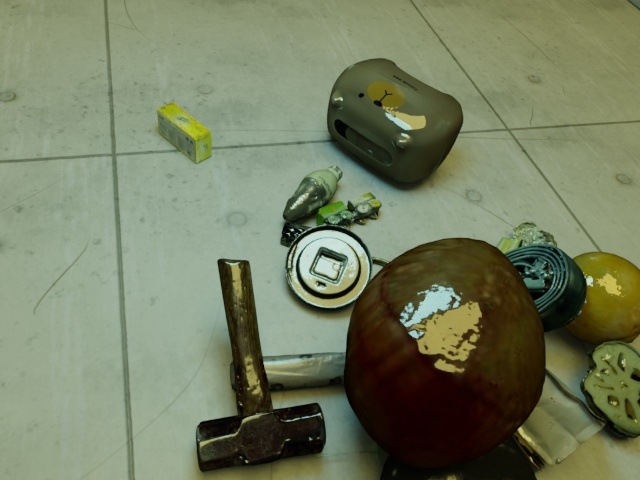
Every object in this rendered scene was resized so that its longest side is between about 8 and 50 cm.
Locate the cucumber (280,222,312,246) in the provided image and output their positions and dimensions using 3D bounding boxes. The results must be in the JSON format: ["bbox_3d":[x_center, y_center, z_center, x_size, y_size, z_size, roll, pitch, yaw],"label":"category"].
[{"bbox_3d":[0.000,-0.001,1.360,0.212,0.062,0.078,20,50,5],"label":"cucumber"}]

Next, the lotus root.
[{"bbox_3d":[0.666,0.336,1.185,0.183,0.078,0.203,-25,80,-20],"label":"lotus root"}]

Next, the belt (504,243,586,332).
[{"bbox_3d":[0.489,0.114,1.243,0.116,0.268,0.206,34,61,-26],"label":"belt"}]

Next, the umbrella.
[{"bbox_3d":[-0.024,0.279,1.117,0.338,0.067,0.073,-2,82,-13],"label":"umbrella"}]

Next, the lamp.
[{"bbox_3d":[-0.021,-0.130,1.442,0.101,0.101,0.250,33,57,16],"label":"lamp"}]

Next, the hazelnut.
[{"bbox_3d":[0.212,0.202,0.961,0.353,0.420,0.420,15,48,-15],"label":"hazelnut"}]

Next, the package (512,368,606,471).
[{"bbox_3d":[0.427,0.324,1.139,0.165,0.221,0.311,-46,67,6],"label":"package"}]

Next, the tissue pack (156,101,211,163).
[{"bbox_3d":[-0.398,-0.317,1.525,0.176,0.095,0.062,39,55,21],"label":"tissue pack"}]

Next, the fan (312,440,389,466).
[{"bbox_3d":[0.133,0.430,1.058,0.311,0.010,0.182,3,50,-12],"label":"fan"}]

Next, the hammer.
[{"bbox_3d":[-0.141,0.231,1.034,0.243,0.095,0.408,-8,74,-12],"label":"hammer"}]

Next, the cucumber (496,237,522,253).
[{"bbox_3d":[0.516,0.041,1.441,0.067,0.035,0.107,8,53,48],"label":"cucumber"}]

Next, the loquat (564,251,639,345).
[{"bbox_3d":[0.677,0.140,1.272,0.244,0.243,0.243,6,50,-7],"label":"loquat"}]

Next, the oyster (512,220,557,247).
[{"bbox_3d":[0.617,0.017,1.472,0.125,0.064,0.177,-16,55,-17],"label":"oyster"}]

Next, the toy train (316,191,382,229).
[{"bbox_3d":[0.080,-0.078,1.444,0.202,0.060,0.081,-23,53,-28],"label":"toy train"}]

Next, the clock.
[{"bbox_3d":[0.020,0.067,1.279,0.215,0.042,0.214,1,68,-1],"label":"clock"}]

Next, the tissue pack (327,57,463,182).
[{"bbox_3d":[0.203,-0.356,1.564,0.387,0.267,0.277,40,57,20],"label":"tissue pack"}]

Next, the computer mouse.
[{"bbox_3d":[0.275,0.467,0.985,0.324,0.116,0.182,5,55,-11],"label":"computer mouse"}]

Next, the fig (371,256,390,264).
[{"bbox_3d":[0.221,0.096,1.314,0.124,0.124,0.236,-29,39,-30],"label":"fig"}]
